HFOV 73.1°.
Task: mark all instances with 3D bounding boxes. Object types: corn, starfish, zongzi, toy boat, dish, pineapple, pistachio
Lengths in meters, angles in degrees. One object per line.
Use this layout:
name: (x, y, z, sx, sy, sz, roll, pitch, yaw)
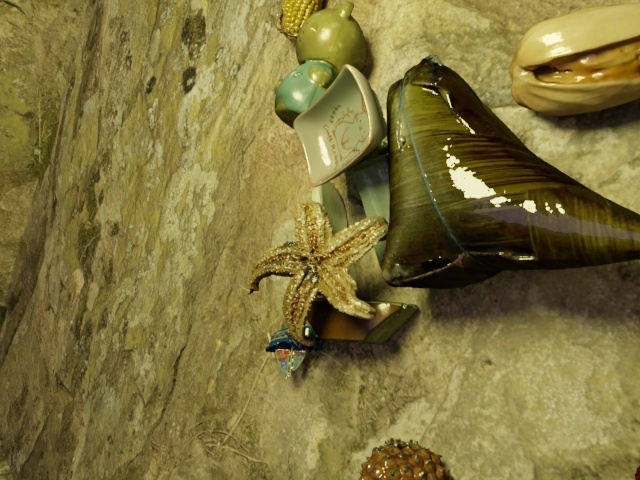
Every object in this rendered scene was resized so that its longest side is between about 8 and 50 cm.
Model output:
corn: (-0.029, -0.637, 1.062, 0.106, 0.106, 0.293, 21, 95, 38)
starfish: (-0.001, 0.068, 0.839, 0.312, 0.113, 0.303, 25, 93, 38)
zongzi: (0.280, -0.136, 0.655, 0.432, 0.208, 0.403, -14, 74, 53)
toy boat: (-0.070, 0.258, 0.990, 0.175, 0.091, 0.110, -17, 58, 40)
dish: (0.042, -0.202, 0.800, 0.212, 0.077, 0.151, -28, 75, 57)
pineapple: (0.135, 0.433, 0.745, 0.166, 0.193, 0.166, -9, 76, 40)
pistachio: (0.409, -0.272, 0.657, 0.229, 0.157, 0.157, 1, 85, 32)

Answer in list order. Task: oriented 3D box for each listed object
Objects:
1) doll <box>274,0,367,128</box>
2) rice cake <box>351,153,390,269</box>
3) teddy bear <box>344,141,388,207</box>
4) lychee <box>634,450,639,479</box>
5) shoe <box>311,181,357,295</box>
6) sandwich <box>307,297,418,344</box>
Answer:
doll: (0.005, -0.372, 0.950, 0.177, 0.161, 0.260, 180, 113, -81)
rice cake: (0.128, -0.051, 0.856, 0.085, 0.040, 0.226, -10, 102, 36)
teddy bear: (0.079, -0.172, 0.914, 0.133, 0.111, 0.213, -17, 73, 39)
lychee: (0.475, 0.309, 0.540, 0.129, 0.123, 0.123, 13, 93, 51)
shoe: (0.000, 0.000, 0.966, 0.110, 0.095, 0.265, -20, 75, 35)
sandwich: (0.067, 0.165, 0.893, 0.258, 0.094, 0.096, -5, 76, 39)
